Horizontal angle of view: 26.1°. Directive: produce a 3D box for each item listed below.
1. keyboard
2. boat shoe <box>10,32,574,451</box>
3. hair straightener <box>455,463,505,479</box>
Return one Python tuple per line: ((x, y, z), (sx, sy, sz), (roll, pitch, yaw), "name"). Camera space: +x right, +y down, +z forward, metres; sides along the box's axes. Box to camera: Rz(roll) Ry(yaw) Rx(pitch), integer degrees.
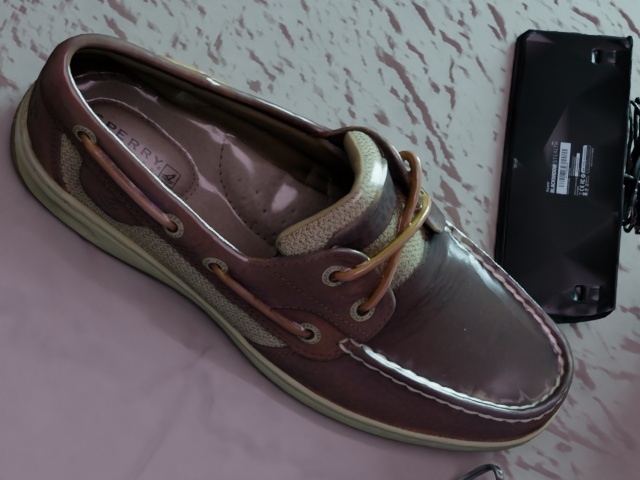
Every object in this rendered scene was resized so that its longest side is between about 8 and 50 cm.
((0.161, -0.037, 0.853), (0.100, 0.038, 0.192), (7, 72, 6), "keyboard")
((0.000, 0.000, 0.722), (0.342, 0.123, 0.123), (34, 66, -8), "boat shoe")
((0.064, 0.227, 0.721), (0.089, 0.047, 0.230), (16, 69, -16), "hair straightener")
